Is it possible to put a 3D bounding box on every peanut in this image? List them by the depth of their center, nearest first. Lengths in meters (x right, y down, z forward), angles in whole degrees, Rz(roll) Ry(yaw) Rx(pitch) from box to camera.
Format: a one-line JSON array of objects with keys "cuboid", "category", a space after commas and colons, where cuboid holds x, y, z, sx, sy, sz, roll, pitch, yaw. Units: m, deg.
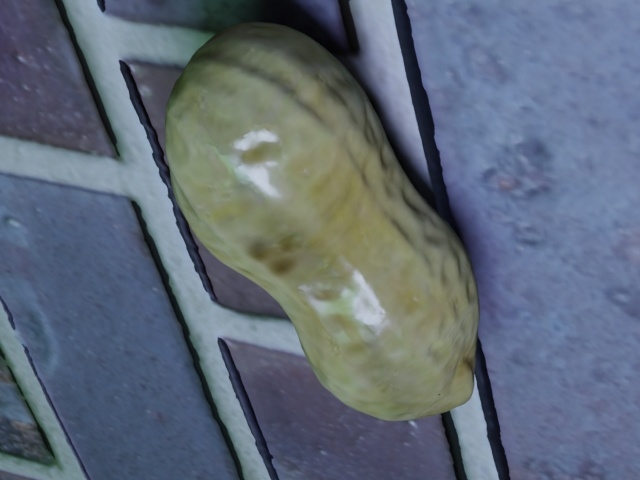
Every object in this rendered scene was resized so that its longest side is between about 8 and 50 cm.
[{"cuboid": [0.000, 0.000, 1.010, 0.125, 0.111, 0.274, 2, 137, 41], "category": "peanut"}]
